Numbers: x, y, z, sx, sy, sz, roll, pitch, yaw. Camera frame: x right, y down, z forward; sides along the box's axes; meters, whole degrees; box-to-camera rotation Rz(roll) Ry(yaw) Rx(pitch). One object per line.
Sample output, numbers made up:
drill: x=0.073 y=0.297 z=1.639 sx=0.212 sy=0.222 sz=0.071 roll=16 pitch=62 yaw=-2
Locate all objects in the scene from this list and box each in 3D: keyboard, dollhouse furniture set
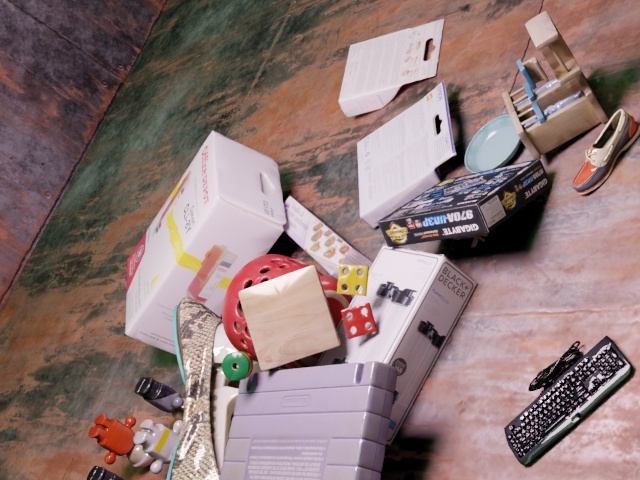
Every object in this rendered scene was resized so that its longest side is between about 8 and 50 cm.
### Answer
keyboard: x=0.305 y=0.196 z=1.318 sx=0.192 sy=0.038 sz=0.100 roll=-45 pitch=30 yaw=13
dollhouse furniture set: x=0.335 y=-0.250 z=1.577 sx=0.129 sy=0.184 sz=0.129 roll=-30 pitch=35 yaw=18

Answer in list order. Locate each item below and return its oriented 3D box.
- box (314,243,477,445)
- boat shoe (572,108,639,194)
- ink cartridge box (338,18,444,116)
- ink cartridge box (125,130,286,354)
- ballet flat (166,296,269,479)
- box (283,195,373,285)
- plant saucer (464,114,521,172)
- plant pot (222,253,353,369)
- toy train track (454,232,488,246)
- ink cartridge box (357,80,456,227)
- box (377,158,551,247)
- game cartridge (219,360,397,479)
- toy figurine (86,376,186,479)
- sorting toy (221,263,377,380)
box: x=0.105 y=0.156 z=1.595 sx=0.169 sy=0.087 sz=0.290 roll=9 pitch=67 yaw=58
boat shoe: x=0.414 y=-0.130 z=1.499 sx=0.137 sy=0.043 sz=0.049 roll=-52 pitch=31 yaw=6
ink cartridge box: x=0.156 y=-0.362 z=2.130 sx=0.224 sy=0.056 sz=0.181 roll=-10 pitch=48 yaw=27
ink cartridge box: x=-0.247 y=0.007 z=2.116 sx=0.385 sy=0.160 sz=0.279 roll=-53 pitch=26 yaw=24
ballet flat: x=-0.172 y=0.291 z=1.816 sx=0.182 sy=0.164 sz=0.483 roll=-17 pitch=47 yaw=15
box: x=0.000 y=0.000 z=1.934 sx=0.063 sy=0.067 sz=0.324 roll=-53 pitch=30 yaw=2
plant saucer: x=0.297 y=-0.158 z=1.719 sx=0.119 sy=0.021 sz=0.119 roll=-35 pitch=34 yaw=28
plant pot: x=-0.044 y=0.129 z=1.741 sx=0.174 sy=0.191 sz=0.191 roll=12 pitch=68 yaw=49
toy train track: x=0.246 y=-0.008 z=1.643 sx=0.083 sy=0.014 sz=0.048 roll=-8 pitch=59 yaw=59
ink cartridge box: x=0.165 y=-0.160 z=1.885 sx=0.224 sy=0.045 sz=0.223 roll=-34 pitch=35 yaw=29
box: x=0.223 y=-0.057 z=1.603 sx=0.175 sy=0.051 sz=0.220 roll=-33 pitch=14 yaw=-38
game cartridge: x=-0.028 y=0.304 z=1.511 sx=0.355 sy=0.068 sz=0.230 roll=-14 pitch=64 yaw=53
toy figurine: x=-0.322 y=0.387 z=1.910 sx=0.209 sy=0.148 sz=0.213 roll=-43 pitch=29 yaw=13
sorting toy: x=-0.037 y=0.120 z=1.599 sx=0.274 sy=0.046 sz=0.132 roll=-20 pitch=80 yaw=13
